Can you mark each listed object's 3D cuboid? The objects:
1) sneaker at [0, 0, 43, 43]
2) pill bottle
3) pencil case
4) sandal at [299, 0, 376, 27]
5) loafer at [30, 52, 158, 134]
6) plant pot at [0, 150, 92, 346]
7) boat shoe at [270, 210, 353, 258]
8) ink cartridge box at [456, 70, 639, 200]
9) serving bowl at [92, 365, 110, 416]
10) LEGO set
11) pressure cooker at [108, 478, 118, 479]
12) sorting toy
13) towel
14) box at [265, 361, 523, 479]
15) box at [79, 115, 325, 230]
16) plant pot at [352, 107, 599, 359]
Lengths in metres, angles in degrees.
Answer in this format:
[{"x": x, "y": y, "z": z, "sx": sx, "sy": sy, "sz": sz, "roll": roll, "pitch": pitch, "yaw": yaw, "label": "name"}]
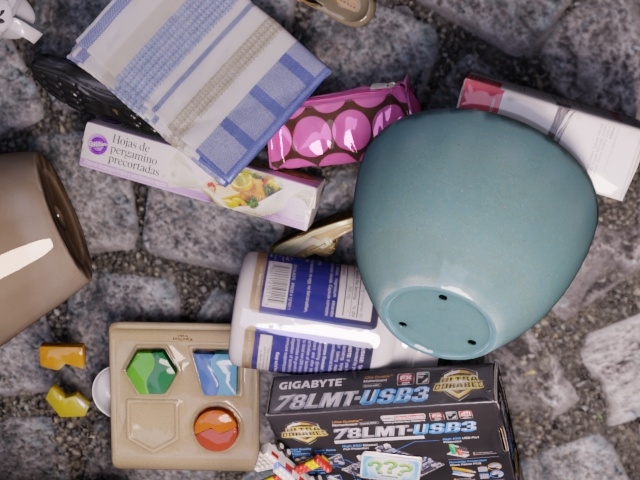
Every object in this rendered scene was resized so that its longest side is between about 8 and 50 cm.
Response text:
[{"x": -0.510, "y": -0.364, "z": 1.498, "sx": 0.366, "sy": 0.210, "sz": 0.137, "roll": 46, "pitch": 111, "yaw": 33, "label": "sneaker"}, {"x": 0.021, "y": 0.106, "z": 1.493, "sx": 0.264, "sy": 0.153, "sz": 0.153, "roll": 9, "pitch": 106, "yaw": -1, "label": "pill bottle"}, {"x": 0.026, "y": -0.149, "z": 1.468, "sx": 0.209, "sy": 0.095, "sz": 0.098, "roll": -9, "pitch": 133, "yaw": 13, "label": "pencil case"}, {"x": -0.014, "y": -0.324, "z": 1.450, "sx": 0.180, "sy": 0.049, "sz": 0.072, "roll": 28, "pitch": 108, "yaw": 3, "label": "sandal"}, {"x": -0.274, "y": -0.205, "z": 1.525, "sx": 0.223, "sy": 0.076, "sz": 0.078, "roll": 19, "pitch": 64, "yaw": 10, "label": "loafer"}, {"x": -0.468, "y": 0.016, "z": 1.520, "sx": 0.280, "sy": 0.323, "sz": 0.323, "roll": -22, "pitch": 100, "yaw": -2, "label": "plant pot"}, {"x": 0.000, "y": 0.000, "z": 1.535, "sx": 0.135, "sy": 0.050, "sz": 0.045, "roll": -22, "pitch": 103, "yaw": 26, "label": "boat shoe"}, {"x": 0.270, "y": -0.130, "z": 1.387, "sx": 0.217, "sy": 0.158, "sz": 0.092, "roll": 16, "pitch": 104, "yaw": 7, "label": "ink cartridge box"}, {"x": -0.284, "y": 0.213, "z": 1.651, "sx": 0.083, "sy": 0.027, "sz": 0.083, "roll": 0, "pitch": 104, "yaw": 1, "label": "serving bowl"}, {"x": 0.001, "y": 0.338, "z": 1.489, "sx": 0.244, "sy": 0.060, "sz": 0.182, "roll": 7, "pitch": 132, "yaw": 3, "label": "LEGO set"}, {"x": -0.383, "y": 0.532, "z": 1.566, "sx": 0.369, "sy": 0.420, "sz": 0.376, "roll": -31, "pitch": 63, "yaw": 23, "label": "pressure cooker"}, {"x": -0.239, "y": 0.223, "z": 1.615, "sx": 0.307, "sy": 0.041, "sz": 0.229, "roll": 1, "pitch": 105, "yaw": 1, "label": "sorting toy"}, {"x": -0.155, "y": -0.226, "z": 1.457, "sx": 0.285, "sy": 0.034, "sz": 0.209, "roll": 40, "pitch": 87, "yaw": 11, "label": "towel"}, {"x": 0.106, "y": 0.281, "z": 1.503, "sx": 0.295, "sy": 0.073, "sz": 0.293, "roll": -7, "pitch": 133, "yaw": 14, "label": "box"}, {"x": -0.156, "y": -0.091, "z": 1.530, "sx": 0.323, "sy": 0.067, "sz": 0.063, "roll": 17, "pitch": 106, "yaw": 7, "label": "box"}, {"x": 0.158, "y": 0.021, "z": 1.325, "sx": 0.290, "sy": 0.195, "sz": 0.290, "roll": 14, "pitch": 143, "yaw": 11, "label": "plant pot"}]
